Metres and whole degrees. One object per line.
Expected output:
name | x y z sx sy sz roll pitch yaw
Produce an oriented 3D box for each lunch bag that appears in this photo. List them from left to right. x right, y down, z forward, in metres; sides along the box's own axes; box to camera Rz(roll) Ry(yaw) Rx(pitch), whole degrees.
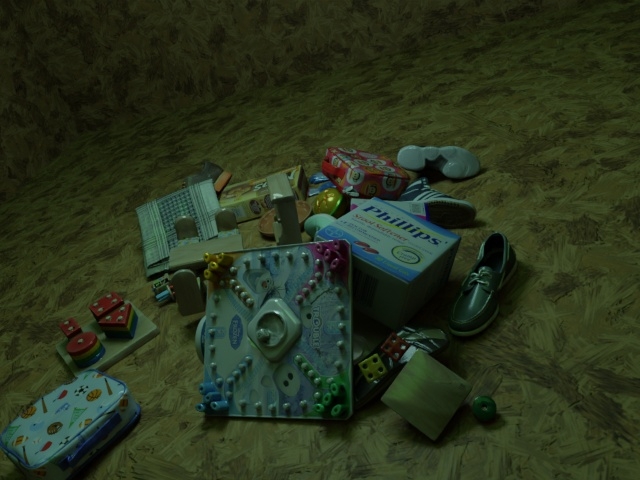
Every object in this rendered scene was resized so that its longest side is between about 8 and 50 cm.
lunch bag | -0.601 0.455 1.560 0.243 0.115 0.303 11 41 40
lunch bag | 0.128 -0.218 2.112 0.258 0.120 0.293 7 21 -22

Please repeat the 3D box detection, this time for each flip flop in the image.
flip flop | 0.160 0.281 1.415 0.277 0.080 0.112 -38 37 0

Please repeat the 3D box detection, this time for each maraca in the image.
maraca | 0.025 -0.119 2.142 0.127 0.099 0.185 -57 21 -8

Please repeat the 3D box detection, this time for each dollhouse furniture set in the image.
dollhouse furniture set | -0.259 -0.015 1.918 0.393 0.257 0.362 -12 29 -4

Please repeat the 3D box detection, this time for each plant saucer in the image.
plant saucer | -0.118 -0.069 2.204 0.199 0.037 0.200 -16 30 10

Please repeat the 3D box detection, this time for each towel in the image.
towel | -0.487 -0.048 2.254 0.311 0.056 0.324 -20 57 0

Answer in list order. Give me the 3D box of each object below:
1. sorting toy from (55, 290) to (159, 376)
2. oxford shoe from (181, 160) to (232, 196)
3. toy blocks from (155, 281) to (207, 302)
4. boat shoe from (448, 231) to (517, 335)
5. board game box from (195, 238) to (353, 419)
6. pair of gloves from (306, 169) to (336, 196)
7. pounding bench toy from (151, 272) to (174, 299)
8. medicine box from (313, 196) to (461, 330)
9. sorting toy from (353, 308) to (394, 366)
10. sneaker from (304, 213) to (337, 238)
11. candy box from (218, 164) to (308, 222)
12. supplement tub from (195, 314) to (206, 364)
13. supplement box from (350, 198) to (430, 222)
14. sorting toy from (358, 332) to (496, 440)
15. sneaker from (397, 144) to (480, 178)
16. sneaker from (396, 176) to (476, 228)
sorting toy | -0.650 0.270 1.922 0.257 0.090 0.255 -34 32 -24
oxford shoe | -0.481 -0.153 2.423 0.364 0.132 0.130 -57 6 -36
toy blocks | -0.430 0.162 2.000 0.148 0.054 0.123 -28 29 -13
boat shoe | 0.381 0.098 1.547 0.116 0.099 0.319 5 38 37
board game box | -0.113 0.201 1.468 0.389 0.050 0.391 -6 76 27
pair of gloves | 0.028 -0.223 2.391 0.159 0.023 0.198 -14 31 12
pounding bench toy | -0.510 0.144 2.083 0.065 0.052 0.083 -27 30 -11
medicine box | 0.157 0.045 1.581 0.263 0.149 0.289 27 35 24
sorting toy | 0.085 0.223 1.553 0.208 0.038 0.193 -30 48 -8
sneaker | 0.000 0.000 1.951 0.151 0.094 0.255 -31 33 -31
candy box | -0.210 -0.166 2.377 0.316 0.088 0.183 -14 29 12
supplement tub | -0.195 0.246 1.616 0.199 0.144 0.144 -7 32 24
supplement box | 0.190 -0.041 1.824 0.219 0.114 0.111 5 32 2
sorting toy | 0.207 0.307 1.305 0.274 0.046 0.132 33 77 24
sneaker | 0.390 -0.266 2.146 0.268 0.102 0.153 8 8 6
sneaker | 0.348 -0.117 1.932 0.282 0.099 0.153 0 37 38
